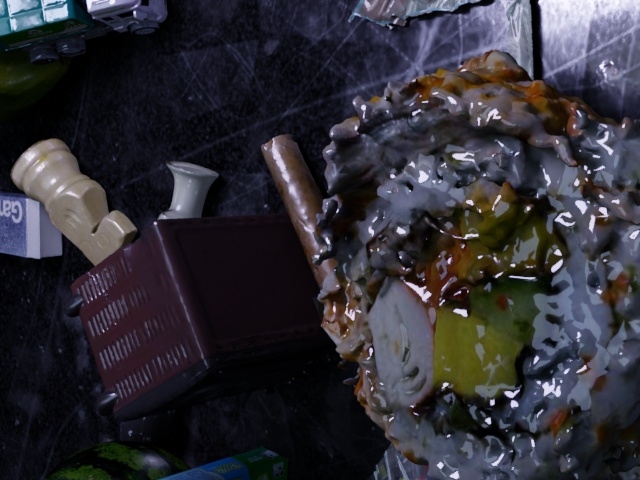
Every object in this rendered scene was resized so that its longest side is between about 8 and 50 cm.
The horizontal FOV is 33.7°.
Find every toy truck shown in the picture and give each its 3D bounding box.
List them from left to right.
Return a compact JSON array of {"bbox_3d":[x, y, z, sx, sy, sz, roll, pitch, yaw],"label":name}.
[{"bbox_3d":[-0.331,-0.301,1.351,0.253,0.124,0.114,-10,88,16],"label":"toy truck"}]

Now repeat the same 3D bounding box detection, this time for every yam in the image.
[{"bbox_3d":[0.000,0.000,1.182,0.046,0.046,0.264,-36,70,38],"label":"yam"}]

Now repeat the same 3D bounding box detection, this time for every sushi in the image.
[{"bbox_3d":[0.162,0.045,0.955,0.417,0.176,0.417,6,100,41],"label":"sushi"}]

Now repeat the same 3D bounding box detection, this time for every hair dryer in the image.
[{"bbox_3d":[-0.271,0.203,1.447,0.219,0.075,0.195,55,136,36],"label":"hair dryer"}]

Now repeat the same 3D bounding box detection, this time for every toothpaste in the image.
[{"bbox_3d":[-0.145,0.296,1.192,0.050,0.266,0.065,13,102,39],"label":"toothpaste"}]

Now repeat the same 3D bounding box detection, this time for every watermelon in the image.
[{"bbox_3d":[-0.241,0.377,1.297,0.269,0.269,0.269,5,98,41],"label":"watermelon"}]

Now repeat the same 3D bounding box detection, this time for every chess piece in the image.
[{"bbox_3d":[-0.332,-0.044,1.461,0.200,0.090,0.090,46,123,16],"label":"chess piece"}]

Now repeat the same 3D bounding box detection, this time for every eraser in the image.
[{"bbox_3d":[-0.469,-0.026,1.595,0.212,0.046,0.092,8,100,40],"label":"eraser"}]

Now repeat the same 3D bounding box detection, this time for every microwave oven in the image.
[{"bbox_3d":[-0.118,0.089,1.167,0.178,0.247,0.188,-30,76,37],"label":"microwave oven"}]

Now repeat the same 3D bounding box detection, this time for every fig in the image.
[{"bbox_3d":[-0.453,-0.245,1.474,0.245,0.195,0.195,10,102,19],"label":"fig"}]

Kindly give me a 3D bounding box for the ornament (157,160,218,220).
[{"bbox_3d":[-0.175,-0.016,1.315,0.075,0.081,0.156,19,102,34],"label":"ornament"}]

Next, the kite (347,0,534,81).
[{"bbox_3d":[0.185,-0.274,1.013,0.406,0.014,0.368,-1,95,41],"label":"kite"}]

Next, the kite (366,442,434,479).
[{"bbox_3d":[0.086,0.282,1.156,0.245,0.015,0.141,-44,64,35],"label":"kite"}]
